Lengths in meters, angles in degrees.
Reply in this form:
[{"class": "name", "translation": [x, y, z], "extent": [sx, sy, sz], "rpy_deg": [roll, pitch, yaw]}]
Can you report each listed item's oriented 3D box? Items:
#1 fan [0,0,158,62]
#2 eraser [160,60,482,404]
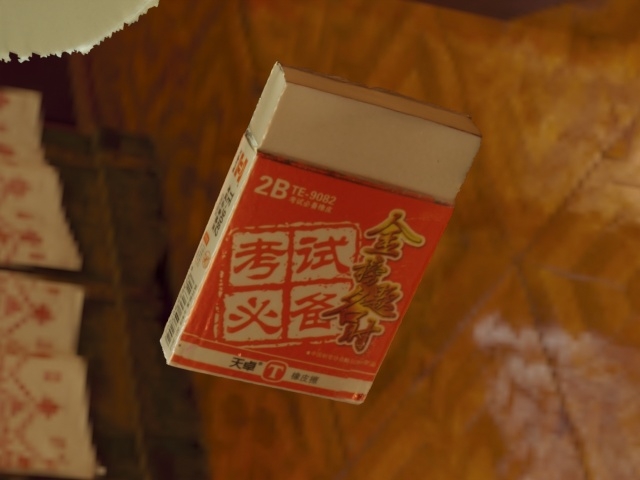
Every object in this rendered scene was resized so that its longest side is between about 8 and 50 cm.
[{"class": "fan", "translation": [-0.163, -0.220, 0.754], "extent": [0.191, 0.009, 0.329], "rpy_deg": [-38, 80, 28]}, {"class": "eraser", "translation": [0.000, 0.000, 1.295], "extent": [0.230, 0.157, 0.038], "rpy_deg": [-66, 25, 22]}]
